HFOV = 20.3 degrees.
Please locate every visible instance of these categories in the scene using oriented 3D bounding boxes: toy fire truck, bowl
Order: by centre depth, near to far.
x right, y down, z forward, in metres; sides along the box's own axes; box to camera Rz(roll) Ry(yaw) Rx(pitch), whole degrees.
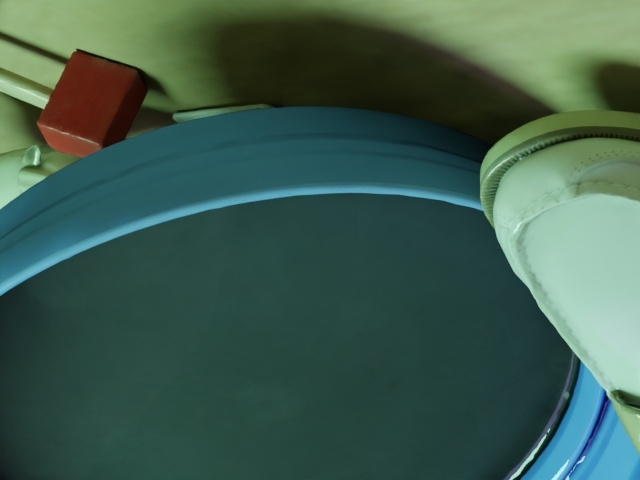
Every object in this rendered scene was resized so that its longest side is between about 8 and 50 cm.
[{"bbox_3d":[-0.024,0.099,0.874,0.391,0.077,0.391,-6,132,-7],"label":"bowl"},{"bbox_3d":[-0.196,-0.109,0.914,0.192,0.047,0.135,18,164,21],"label":"toy fire truck"}]

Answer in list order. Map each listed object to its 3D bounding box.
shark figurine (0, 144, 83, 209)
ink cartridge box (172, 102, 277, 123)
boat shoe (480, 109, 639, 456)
[{"bbox_3d":[-0.132,-0.008,0.997,0.278,0.166,0.116,3,170,44],"label":"shark figurine"},{"bbox_3d":[0.000,0.000,0.954,0.180,0.060,0.104,33,162,-30],"label":"ink cartridge box"},{"bbox_3d":[0.180,0.059,0.744,0.113,0.103,0.302,-29,129,36],"label":"boat shoe"}]
